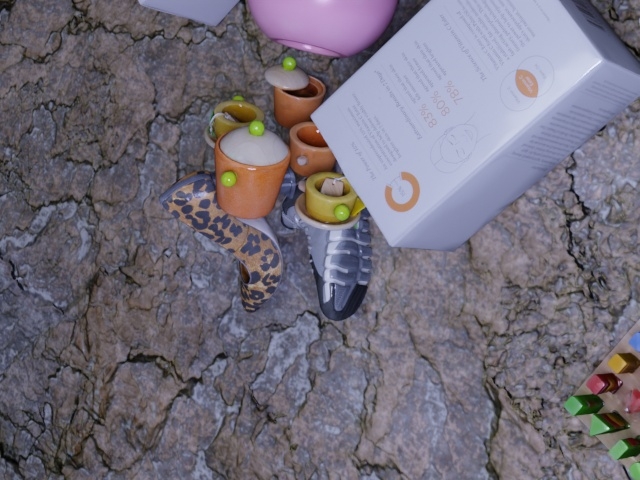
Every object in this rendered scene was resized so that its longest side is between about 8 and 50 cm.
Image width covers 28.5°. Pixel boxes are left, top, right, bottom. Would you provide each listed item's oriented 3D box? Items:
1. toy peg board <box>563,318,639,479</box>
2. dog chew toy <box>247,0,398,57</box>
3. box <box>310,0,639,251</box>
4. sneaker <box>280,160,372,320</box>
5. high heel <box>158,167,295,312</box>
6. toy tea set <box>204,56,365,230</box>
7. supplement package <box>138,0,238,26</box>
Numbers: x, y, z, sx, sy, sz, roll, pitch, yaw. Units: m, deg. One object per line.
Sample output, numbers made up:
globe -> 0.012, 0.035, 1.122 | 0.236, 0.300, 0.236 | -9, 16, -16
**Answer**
toy peg board -> 0.379, 0.192, 1.466 | 0.161, 0.079, 0.160 | 47, 113, 27
dog chew toy -> 0.022, -0.418, 1.685 | 0.207, 0.207, 0.331 | 16, 94, 35
box -> 0.195, -0.173, 1.567 | 0.345, 0.168, 0.215 | -41, 65, 25
sneaker -> 0.000, 0.000, 1.752 | 0.132, 0.086, 0.228 | -3, 75, 40
high heel -> -0.144, 0.008, 1.750 | 0.093, 0.186, 0.261 | -120, 32, -44
toy tea set -> -0.052, -0.150, 1.660 | 0.336, 0.200, 0.124 | -106, 22, -52
supplement package -> -0.154, -0.484, 1.828 | 0.293, 0.175, 0.177 | -43, 65, 25
